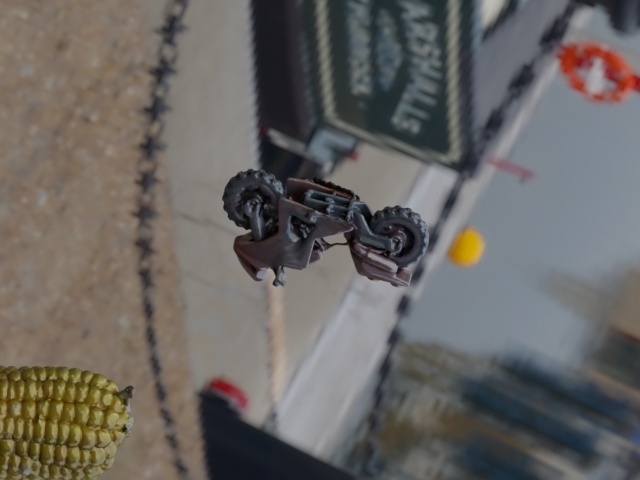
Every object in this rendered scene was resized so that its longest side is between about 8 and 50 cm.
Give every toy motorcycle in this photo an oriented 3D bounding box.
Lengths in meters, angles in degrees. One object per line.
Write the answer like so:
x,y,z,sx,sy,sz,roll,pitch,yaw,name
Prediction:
0.000,0.000,1.774,0.084,0.212,0.118,-70,174,-64,toy motorcycle

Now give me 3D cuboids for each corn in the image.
-0.308,0.140,1.395,0.102,0.312,0.102,-174,-90,-80,corn
